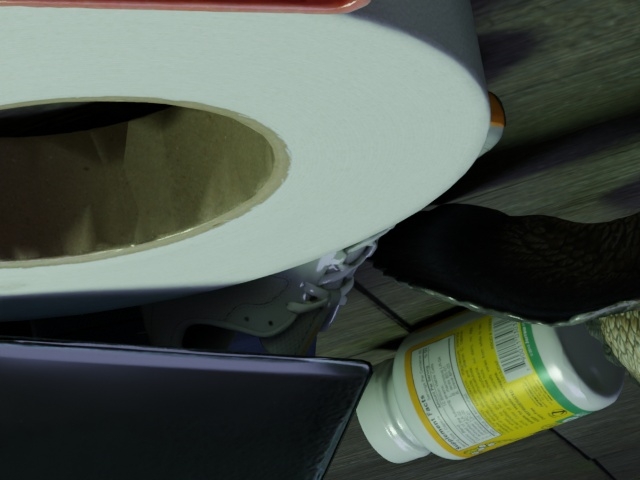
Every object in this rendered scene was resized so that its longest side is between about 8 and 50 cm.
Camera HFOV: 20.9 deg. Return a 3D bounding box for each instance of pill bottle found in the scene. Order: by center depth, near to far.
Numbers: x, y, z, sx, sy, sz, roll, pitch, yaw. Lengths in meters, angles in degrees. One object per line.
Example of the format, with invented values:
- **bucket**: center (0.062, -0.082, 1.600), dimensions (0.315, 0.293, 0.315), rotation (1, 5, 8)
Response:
- **pill bottle**: center (0.135, 0.113, 1.435), dimensions (0.208, 0.117, 0.117), rotation (-25, 159, 32)

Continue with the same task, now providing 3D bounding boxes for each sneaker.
- **sneaker**: center (0.000, 0.000, 0.968), dimensions (0.262, 0.121, 0.099), rotation (-26, 160, 34)

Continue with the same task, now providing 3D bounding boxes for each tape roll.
- **tape roll**: center (-0.121, -0.049, 0.762), dimensions (0.392, 0.072, 0.392), rotation (-8, 163, -2)

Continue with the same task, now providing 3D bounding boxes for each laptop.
- **laptop**: center (-0.219, 0.115, 1.088), dimensions (0.382, 0.236, 0.408), rotation (6, -168, -17)

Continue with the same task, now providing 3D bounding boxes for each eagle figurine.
- **eagle figurine**: center (0.202, 0.017, 1.066), dimensions (0.298, 0.226, 0.225), rotation (-33, 178, 41)

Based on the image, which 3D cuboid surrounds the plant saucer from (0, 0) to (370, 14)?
- **plant saucer**: center (-0.100, -0.148, 0.458), dimensions (0.259, 0.048, 0.258), rotation (0, 156, -6)

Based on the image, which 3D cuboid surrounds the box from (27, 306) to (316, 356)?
- **box**: center (-0.095, 0.054, 1.169), dimensions (0.183, 0.059, 0.232), rotation (-11, 162, -5)
